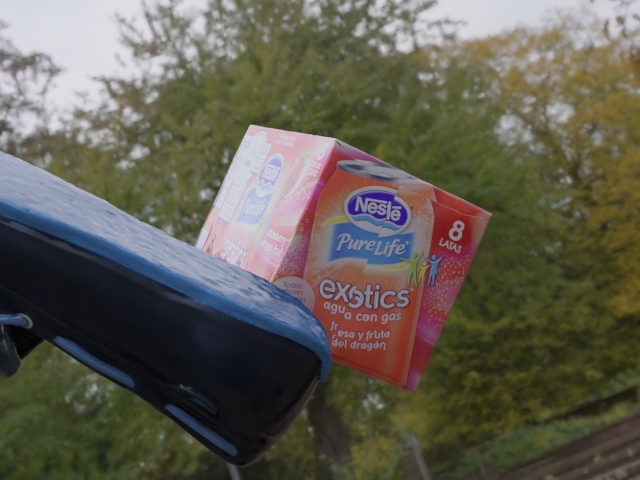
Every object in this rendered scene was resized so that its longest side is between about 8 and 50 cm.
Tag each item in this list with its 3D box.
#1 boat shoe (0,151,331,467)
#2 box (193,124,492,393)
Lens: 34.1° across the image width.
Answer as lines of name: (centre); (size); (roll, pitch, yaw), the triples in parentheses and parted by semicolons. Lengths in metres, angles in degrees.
boat shoe: (-0.123, 0.025, 0.449); (0.089, 0.258, 0.109); (-62, 1, 10)
box: (0.000, 0.000, 0.884); (0.142, 0.154, 0.300); (24, 0, -18)
